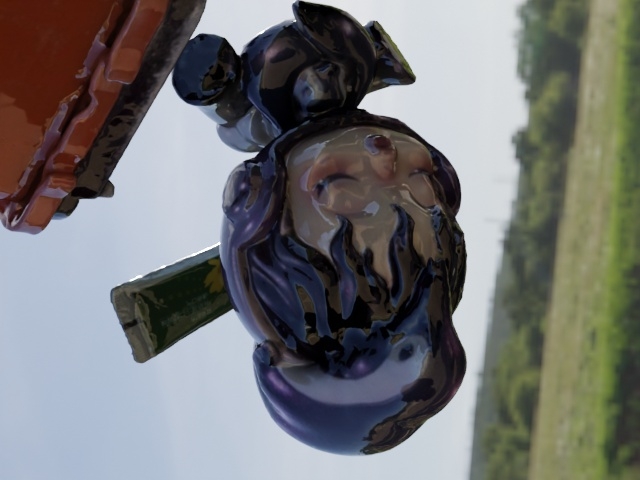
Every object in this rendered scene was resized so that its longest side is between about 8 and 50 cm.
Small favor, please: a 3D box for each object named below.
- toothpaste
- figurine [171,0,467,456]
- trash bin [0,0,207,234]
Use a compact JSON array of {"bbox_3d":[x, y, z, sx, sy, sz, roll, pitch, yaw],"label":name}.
[{"bbox_3d":[-0.027,0.006,0.940,0.031,0.204,0.049,18,132,60],"label":"toothpaste"},{"bbox_3d":[0.000,0.000,0.824,0.145,0.145,0.222,68,-176,-72],"label":"figurine"},{"bbox_3d":[-0.168,-0.119,0.592,0.184,0.239,0.161,-52,43,39],"label":"trash bin"}]
